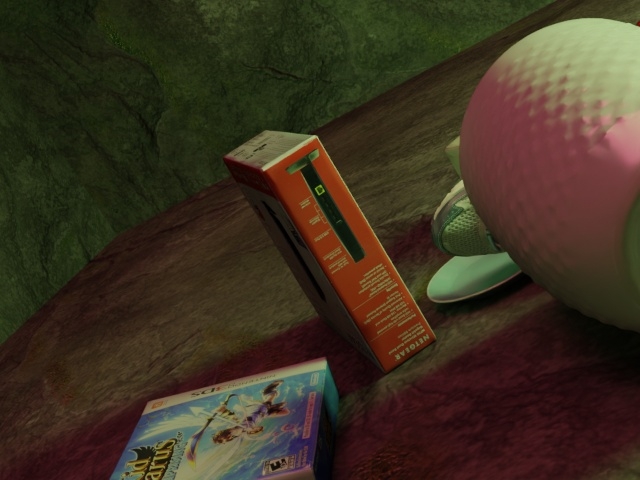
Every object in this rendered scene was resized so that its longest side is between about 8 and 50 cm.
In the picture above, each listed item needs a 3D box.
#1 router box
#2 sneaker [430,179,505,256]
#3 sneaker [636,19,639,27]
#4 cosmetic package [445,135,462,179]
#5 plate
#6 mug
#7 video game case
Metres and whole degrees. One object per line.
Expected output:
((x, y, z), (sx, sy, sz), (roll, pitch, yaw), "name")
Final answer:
((0.000, 0.000, 1.349), (0.082, 0.301, 0.335), (-33, 13, -8), "router box")
((0.275, -0.036, 1.217), (0.283, 0.110, 0.122), (-16, 28, 6), "sneaker")
((0.582, -0.354, 1.733), (0.107, 0.118, 0.279), (-38, 15, -29), "sneaker")
((0.342, -0.136, 1.460), (0.153, 0.129, 0.296), (-38, 15, -21), "cosmetic package")
((0.228, 0.035, 1.318), (0.188, 0.024, 0.188), (-30, 14, 8), "plate")
((0.350, -0.057, 0.953), (0.374, 0.276, 0.328), (-1, 19, -5), "mug")
((-0.108, 0.239, 1.130), (0.244, 0.061, 0.269), (-16, 16, 8), "video game case")
